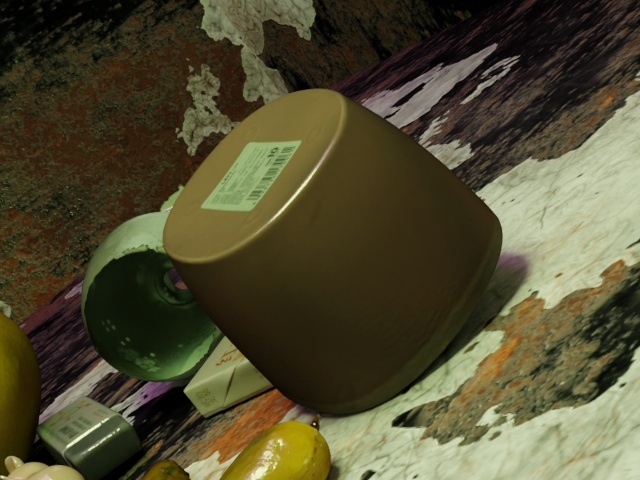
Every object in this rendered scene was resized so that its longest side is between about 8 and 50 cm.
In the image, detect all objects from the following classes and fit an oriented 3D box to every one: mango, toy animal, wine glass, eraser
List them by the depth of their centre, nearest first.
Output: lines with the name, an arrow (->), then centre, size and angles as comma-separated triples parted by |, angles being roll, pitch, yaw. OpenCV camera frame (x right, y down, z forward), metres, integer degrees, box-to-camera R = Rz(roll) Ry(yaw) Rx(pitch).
mango -> -0.059, 0.222, 1.069 | 0.187, 0.066, 0.101 | -47, 13, -13
toy animal -> -0.320, 0.298, 1.461 | 0.089, 0.083, 0.150 | -28, 16, -37
eraser -> -0.305, 0.255, 1.613 | 0.089, 0.061, 0.352 | -33, 11, -18
wine glass -> -0.198, 0.063, 1.693 | 0.238, 0.238, 0.323 | -34, 8, 8
mango -> -0.501, 0.230, 1.726 | 0.445, 0.232, 0.300 | 158, 120, -70

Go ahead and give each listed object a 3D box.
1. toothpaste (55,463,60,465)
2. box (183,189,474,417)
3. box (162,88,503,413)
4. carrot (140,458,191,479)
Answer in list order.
toothpaste -> -0.388, 0.328, 1.688 | 0.083, 0.015, 0.024 | -32, 8, -9
box -> 0.019, 0.076, 1.446 | 0.365, 0.051, 0.204 | -29, 15, 32
box -> 0.000, 0.000, 1.231 | 0.301, 0.216, 0.301 | -32, 31, 22
carrot -> -0.199, 0.298, 1.144 | 0.070, 0.070, 0.260 | -25, 13, 40
